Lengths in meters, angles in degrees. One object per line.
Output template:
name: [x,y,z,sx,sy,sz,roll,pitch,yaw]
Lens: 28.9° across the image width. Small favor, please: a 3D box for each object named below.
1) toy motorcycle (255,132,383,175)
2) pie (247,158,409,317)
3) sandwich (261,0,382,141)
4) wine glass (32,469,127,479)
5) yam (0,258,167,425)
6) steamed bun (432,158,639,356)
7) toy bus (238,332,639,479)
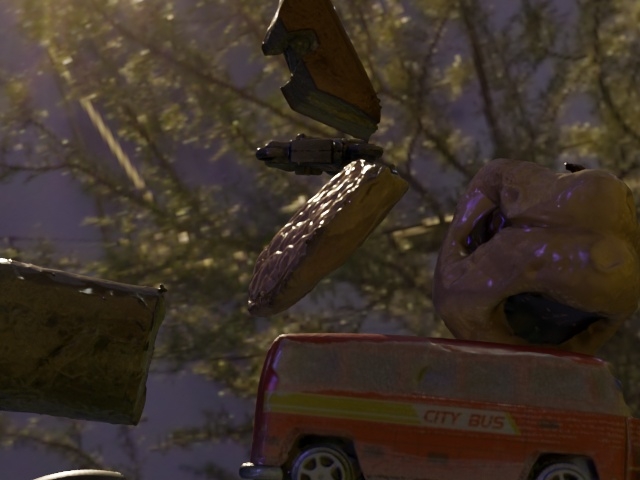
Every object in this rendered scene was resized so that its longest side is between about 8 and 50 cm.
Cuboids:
toy motorcycle: [0.005,-0.123,1.818,0.124,0.193,0.061,16,-106,-73]
pie: [-0.003,-0.002,1.133,0.185,0.218,0.052,-43,-82,-1]
sandwich: [-0.010,-0.230,1.534,0.088,0.090,0.244,-23,-95,-19]
wine glass: [-0.357,0.401,1.435,0.309,0.096,0.264,6,-113,-41]
yam: [-0.354,0.129,1.593,0.300,0.195,0.195,9,-110,-11]
steamed bun: [0.181,0.011,0.945,0.140,0.155,0.172,24,-111,-14]
toy bus: [0.084,0.126,0.832,0.121,0.265,0.120,79,-165,-79]
